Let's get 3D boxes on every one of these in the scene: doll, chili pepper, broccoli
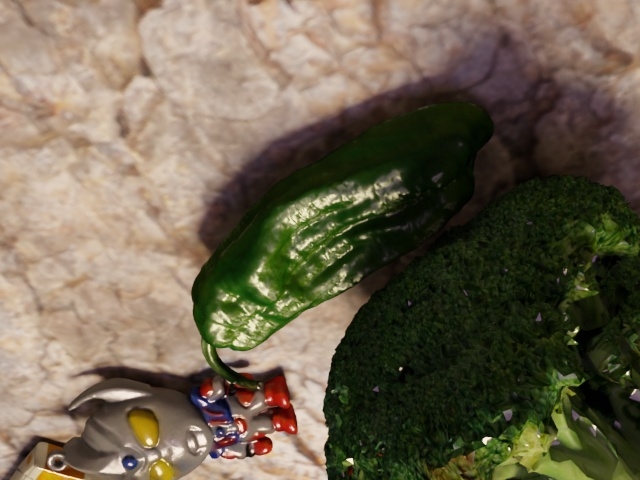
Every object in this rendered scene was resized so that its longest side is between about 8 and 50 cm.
[{"bbox_3d":[-0.116,0.150,0.938,0.195,0.062,0.104,-13,136,0],"label":"doll"},{"bbox_3d":[0.002,-0.001,0.782,0.257,0.074,0.100,-34,127,27],"label":"chili pepper"},{"bbox_3d":[0.131,0.113,0.761,0.275,0.308,0.307,30,139,21],"label":"broccoli"}]

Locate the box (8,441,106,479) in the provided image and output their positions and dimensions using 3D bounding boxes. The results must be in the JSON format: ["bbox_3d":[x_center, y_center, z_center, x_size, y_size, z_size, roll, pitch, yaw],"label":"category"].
[{"bbox_3d":[-0.234,0.256,1.058,0.122,0.032,0.220,23,131,-22],"label":"box"}]
